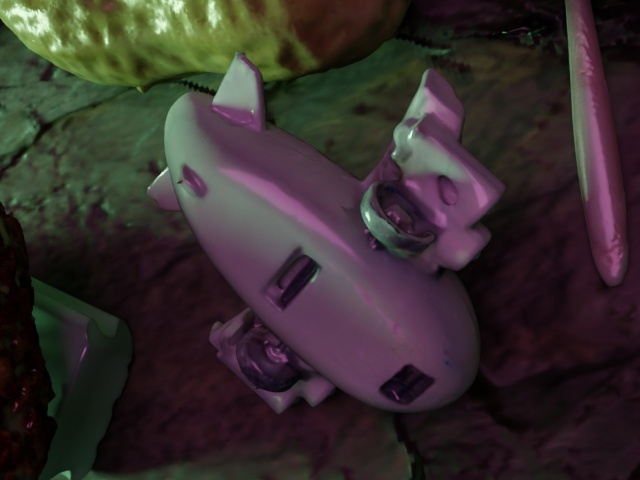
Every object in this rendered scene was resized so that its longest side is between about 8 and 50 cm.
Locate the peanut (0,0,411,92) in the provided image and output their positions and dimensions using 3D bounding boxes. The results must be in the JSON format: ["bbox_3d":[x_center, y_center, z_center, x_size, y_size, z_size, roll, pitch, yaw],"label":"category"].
[{"bbox_3d":[-0.095,-0.177,0.556,0.313,0.149,0.149,2,81,25],"label":"peanut"}]

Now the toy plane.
[{"bbox_3d":[0.000,0.000,0.494,0.244,0.117,0.245,10,114,22],"label":"toy plane"}]

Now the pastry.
[{"bbox_3d":[-0.220,0.072,0.505,0.097,0.115,0.209,-16,73,3],"label":"pastry"}]

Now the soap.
[{"bbox_3d":[-0.242,0.082,0.601,0.198,0.066,0.119,21,90,22],"label":"soap"}]

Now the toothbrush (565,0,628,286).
[{"bbox_3d":[0.165,-0.124,0.515,0.025,0.029,0.307,-10,80,29],"label":"toothbrush"}]
